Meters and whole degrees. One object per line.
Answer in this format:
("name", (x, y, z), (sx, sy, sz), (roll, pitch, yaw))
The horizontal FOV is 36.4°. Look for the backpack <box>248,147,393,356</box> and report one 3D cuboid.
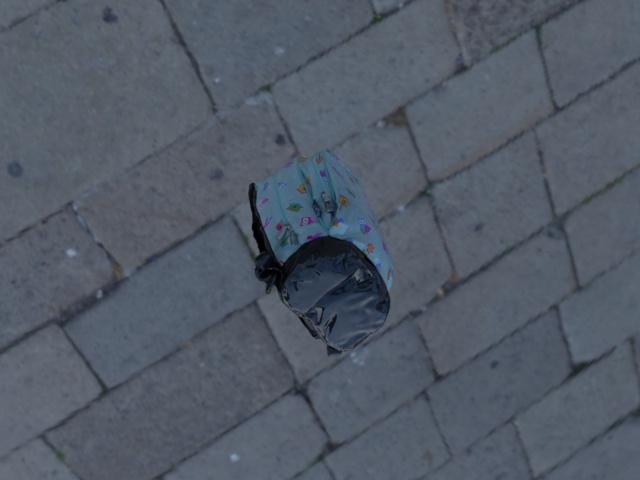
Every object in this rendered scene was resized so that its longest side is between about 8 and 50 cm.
("backpack", (0.000, 0.000, 0.949), (0.115, 0.182, 0.152), (-26, 135, 7))
